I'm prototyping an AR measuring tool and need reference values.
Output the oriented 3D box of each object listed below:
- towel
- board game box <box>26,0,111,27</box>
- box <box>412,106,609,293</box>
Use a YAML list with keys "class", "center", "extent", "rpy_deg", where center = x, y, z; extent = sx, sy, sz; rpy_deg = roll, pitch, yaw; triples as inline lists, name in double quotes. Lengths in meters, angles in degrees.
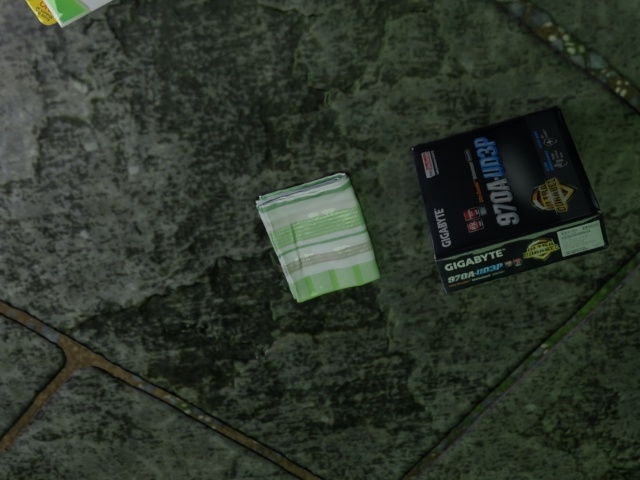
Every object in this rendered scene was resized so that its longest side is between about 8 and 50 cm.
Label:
- class: "towel"
  center: [0.000, 0.000, 1.648]
  extent: [0.113, 0.023, 0.152]
  rpy_deg: [-15, 122, 7]
- class: "board game box"
  center: [-0.206, -0.318, 1.428]
  extent: [0.259, 0.039, 0.124]
  rpy_deg: [-25, 120, 15]
- class: "box"
  center: [0.198, -0.048, 1.513]
  extent: [0.175, 0.220, 0.051]
  rpy_deg: [-16, 125, 7]
